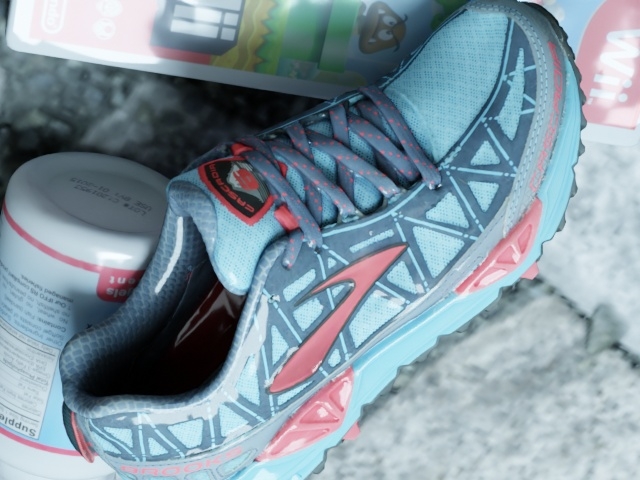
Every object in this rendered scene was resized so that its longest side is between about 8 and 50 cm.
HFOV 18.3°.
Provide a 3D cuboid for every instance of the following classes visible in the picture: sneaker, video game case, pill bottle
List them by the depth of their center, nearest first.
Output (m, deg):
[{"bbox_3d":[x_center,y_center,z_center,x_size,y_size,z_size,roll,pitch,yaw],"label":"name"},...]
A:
[{"bbox_3d":[0.000,0.000,0.792,0.262,0.104,0.125,-50,138,2],"label":"sneaker"},{"bbox_3d":[0.025,-0.153,0.823,0.285,0.025,0.204,8,117,-12],"label":"video game case"},{"bbox_3d":[-0.110,0.048,0.879,0.087,0.087,0.160,10,117,-13],"label":"pill bottle"}]
